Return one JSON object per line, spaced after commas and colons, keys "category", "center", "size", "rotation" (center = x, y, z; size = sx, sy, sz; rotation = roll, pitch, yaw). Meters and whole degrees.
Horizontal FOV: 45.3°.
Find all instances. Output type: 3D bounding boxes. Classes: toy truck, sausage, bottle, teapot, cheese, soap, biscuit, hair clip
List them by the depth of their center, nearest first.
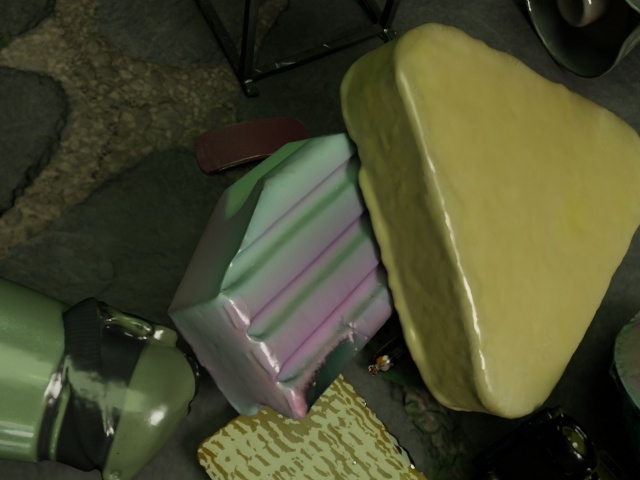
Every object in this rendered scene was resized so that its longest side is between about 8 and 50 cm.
{"category": "bottle", "center": [-0.287, 0.117, 0.702], "size": [0.347, 0.168, 0.168], "rotation": [16, 66, -6]}
{"category": "toy truck", "center": [0.267, 0.279, 0.725], "size": [0.257, 0.127, 0.127], "rotation": [50, 31, 11]}
{"category": "biscuit", "center": [0.016, 0.255, 0.756], "size": [0.172, 0.029, 0.254], "rotation": [-36, 76, -20]}
{"category": "soap", "center": [0.000, 0.000, 0.775], "size": [0.324, 0.109, 0.192], "rotation": [-43, 111, -35]}
{"category": "cheese", "center": [0.180, 0.001, 0.778], "size": [0.384, 0.104, 0.383], "rotation": [4, 82, -34]}
{"category": "sausage", "center": [0.125, 0.083, 0.843], "size": [0.198, 0.025, 0.028], "rotation": [-37, 121, -21]}
{"category": "hair clip", "center": [-0.078, -0.114, 0.901], "size": [0.137, 0.022, 0.054], "rotation": [-12, 67, -13]}
{"category": "teapot", "center": [0.444, -0.373, 0.978], "size": [0.344, 0.253, 0.300], "rotation": [-24, 39, -11]}

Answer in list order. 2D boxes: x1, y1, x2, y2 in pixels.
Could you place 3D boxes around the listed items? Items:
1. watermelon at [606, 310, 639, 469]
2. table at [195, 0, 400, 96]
{"category": "watermelon", "center": [0.400, 0.225, 0.676], "size": [0.319, 0.222, 0.292], "rotation": [7, 29, 37]}
{"category": "table", "center": [-0.032, -0.386, 0.851], "size": [0.222, 0.335, 0.272], "rotation": [-23, 73, -16]}
